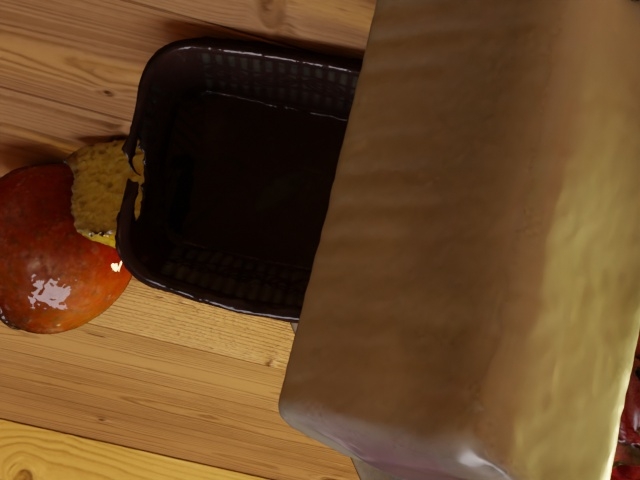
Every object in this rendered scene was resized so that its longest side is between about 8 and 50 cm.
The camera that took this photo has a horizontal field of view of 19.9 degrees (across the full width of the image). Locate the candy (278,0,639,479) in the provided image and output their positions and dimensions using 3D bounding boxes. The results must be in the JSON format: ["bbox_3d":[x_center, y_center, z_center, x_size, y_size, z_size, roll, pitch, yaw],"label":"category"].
[{"bbox_3d":[0.111,-0.005,1.246,0.208,0.358,0.145,0,160,45],"label":"candy"}]

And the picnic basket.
[{"bbox_3d":[-0.008,-0.039,1.472,0.297,0.222,0.129,10,178,1],"label":"picnic basket"}]

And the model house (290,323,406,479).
[{"bbox_3d":[0.119,0.129,1.921,0.206,0.271,0.178,-21,171,-26],"label":"model house"}]

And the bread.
[{"bbox_3d":[-0.149,-0.043,1.669,0.187,0.103,0.065,-4,159,23],"label":"bread"}]

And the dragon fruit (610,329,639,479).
[{"bbox_3d":[0.321,0.119,1.691,0.299,0.244,0.244,-17,149,37],"label":"dragon fruit"}]

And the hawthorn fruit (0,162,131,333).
[{"bbox_3d":[-0.258,0.003,1.774,0.173,0.172,0.173,9,162,3],"label":"hawthorn fruit"}]
